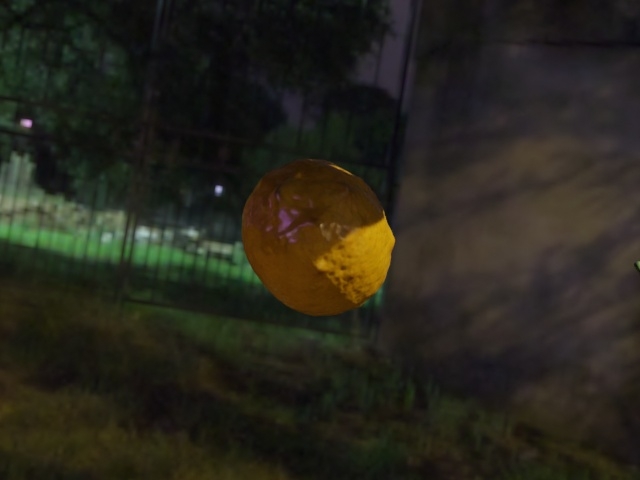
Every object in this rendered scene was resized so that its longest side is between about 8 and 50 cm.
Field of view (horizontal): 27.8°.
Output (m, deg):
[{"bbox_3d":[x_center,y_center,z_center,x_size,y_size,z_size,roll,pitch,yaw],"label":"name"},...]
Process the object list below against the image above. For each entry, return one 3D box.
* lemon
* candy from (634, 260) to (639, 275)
[{"bbox_3d":[0.000,0.000,1.010,0.114,0.114,0.155,7,-25,28],"label":"lemon"},{"bbox_3d":[0.312,0.084,1.116,0.060,0.060,0.201,10,35,-21],"label":"candy"}]
